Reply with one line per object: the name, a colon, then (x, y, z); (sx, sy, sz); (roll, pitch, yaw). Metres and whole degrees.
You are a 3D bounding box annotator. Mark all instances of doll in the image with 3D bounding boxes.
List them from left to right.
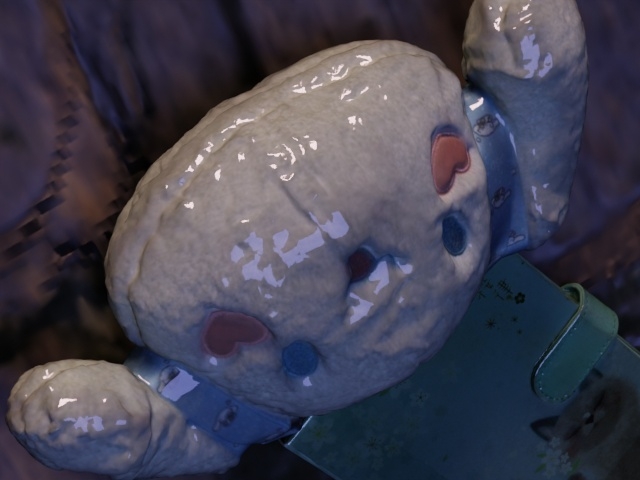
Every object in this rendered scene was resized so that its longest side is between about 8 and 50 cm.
doll: (0.000, 0.000, 0.568); (0.214, 0.071, 0.103); (-39, 127, -12)

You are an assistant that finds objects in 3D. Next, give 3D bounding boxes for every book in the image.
book: (0.063, 0.060, 0.649); (0.135, 0.017, 0.103); (38, 93, -31)
